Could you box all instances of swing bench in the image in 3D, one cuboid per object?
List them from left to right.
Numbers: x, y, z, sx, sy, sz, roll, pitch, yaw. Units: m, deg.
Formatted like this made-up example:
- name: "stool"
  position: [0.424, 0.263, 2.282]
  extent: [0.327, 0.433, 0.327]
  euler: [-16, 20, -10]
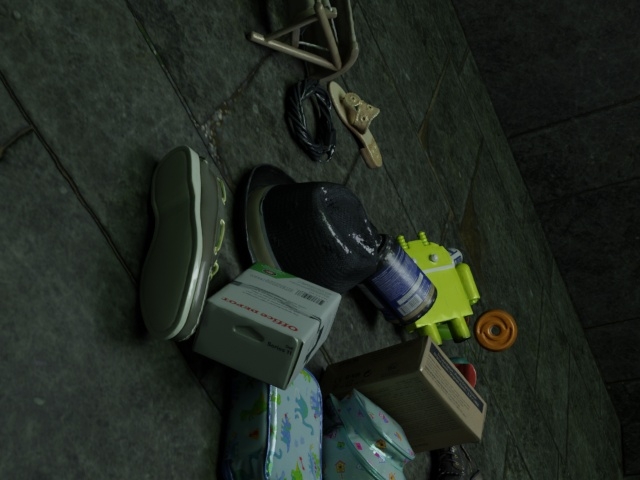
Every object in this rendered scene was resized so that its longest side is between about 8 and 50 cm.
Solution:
- name: "swing bench"
  position: [-0.025, -0.493, 1.703]
  extent: [0.255, 0.165, 0.253]
  euler: [23, 55, -58]

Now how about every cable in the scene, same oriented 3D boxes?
- name: "cable"
  position: [-0.020, -0.259, 1.724]
  extent: [0.150, 0.047, 0.184]
  euler: [35, 49, -45]

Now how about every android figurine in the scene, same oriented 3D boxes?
- name: "android figurine"
  position: [0.247, 0.109, 1.907]
  extent: [0.248, 0.056, 0.272]
  euler: [-8, 71, -30]

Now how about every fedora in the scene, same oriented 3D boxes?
- name: "fedora"
  position: [0.000, 0.000, 1.484]
  extent: [0.334, 0.153, 0.334]
  euler: [39, 43, -49]

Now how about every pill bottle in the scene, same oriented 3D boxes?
- name: "pill bottle"
  position: [0.132, 0.065, 1.722]
  extent: [0.219, 0.123, 0.123]
  euler: [48, 34, -20]
- name: "pill bottle"
  position: [0.336, 0.056, 2.216]
  extent: [0.120, 0.067, 0.067]
  euler: [-22, 95, -64]

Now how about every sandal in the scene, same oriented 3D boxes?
- name: "sandal"
  position: [0.107, -0.279, 1.936]
  extent: [0.240, 0.079, 0.088]
  euler: [59, 29, -28]

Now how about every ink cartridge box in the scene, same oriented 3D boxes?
- name: "ink cartridge box"
  position: [-0.074, 0.119, 1.231]
  extent: [0.208, 0.153, 0.086]
  euler: [-39, 149, -69]
- name: "ink cartridge box"
  position: [0.141, 0.283, 1.471]
  extent: [0.193, 0.235, 0.088]
  euler: [49, 39, -24]

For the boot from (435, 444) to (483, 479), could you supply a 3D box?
- name: "boot"
  position: [0.272, 0.453, 1.864]
  extent: [0.263, 0.091, 0.229]
  euler: [8, 63, -66]

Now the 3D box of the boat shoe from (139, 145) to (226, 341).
- name: "boat shoe"
  position: [-0.182, 0.008, 1.168]
  extent: [0.091, 0.109, 0.305]
  euler: [37, 40, -44]

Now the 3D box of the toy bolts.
- name: "toy bolts"
  position: [0.360, 0.259, 2.029]
  extent: [0.158, 0.218, 0.228]
  euler: [25, 71, -76]

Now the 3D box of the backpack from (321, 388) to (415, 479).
- name: "backpack"
  position: [0.068, 0.348, 1.359]
  extent: [0.166, 0.144, 0.188]
  euler: [44, 15, -28]

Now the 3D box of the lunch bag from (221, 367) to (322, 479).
- name: "lunch bag"
  position: [-0.064, 0.291, 1.261]
  extent: [0.176, 0.090, 0.219]
  euler: [42, 39, -47]
